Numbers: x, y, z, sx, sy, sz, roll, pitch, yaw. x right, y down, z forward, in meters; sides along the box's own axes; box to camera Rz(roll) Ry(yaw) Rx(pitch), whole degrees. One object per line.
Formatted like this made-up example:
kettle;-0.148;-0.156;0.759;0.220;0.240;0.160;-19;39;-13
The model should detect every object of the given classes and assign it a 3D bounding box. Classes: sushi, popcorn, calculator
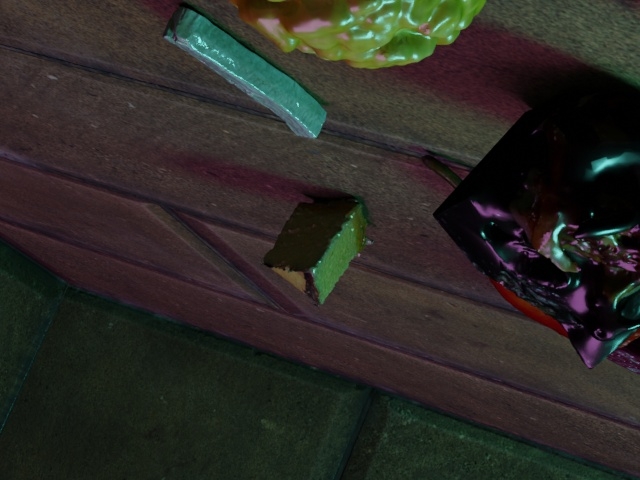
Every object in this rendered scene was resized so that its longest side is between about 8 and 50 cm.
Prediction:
sushi;0.285;-0.035;1.425;0.227;0.215;0.212;45;160;-5
popcorn;0.020;-0.227;1.054;0.203;0.226;0.200;50;163;34
calculator;0.507;0.186;2.313;0.127;0.034;0.190;26;173;-22

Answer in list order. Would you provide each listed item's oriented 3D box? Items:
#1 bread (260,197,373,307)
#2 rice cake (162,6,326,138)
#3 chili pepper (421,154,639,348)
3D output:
bread;0.000;0.000;2.165;0.127;0.147;0.152;34;162;4
rice cake;-0.084;-0.191;1.697;0.245;0.045;0.042;32;167;-40
chili pepper;0.265;0.020;1.800;0.338;0.131;0.135;31;156;-28
